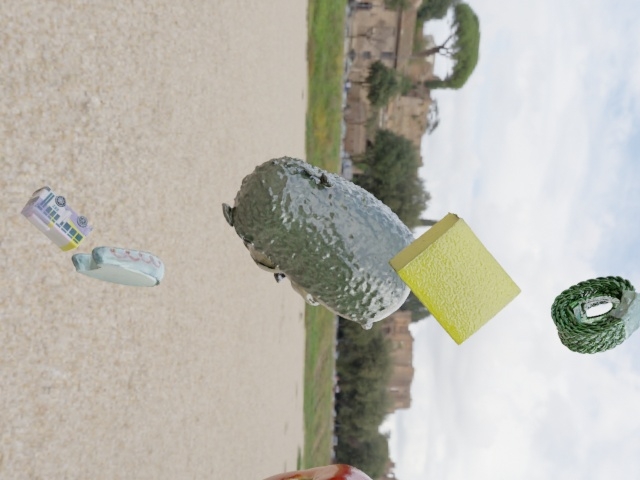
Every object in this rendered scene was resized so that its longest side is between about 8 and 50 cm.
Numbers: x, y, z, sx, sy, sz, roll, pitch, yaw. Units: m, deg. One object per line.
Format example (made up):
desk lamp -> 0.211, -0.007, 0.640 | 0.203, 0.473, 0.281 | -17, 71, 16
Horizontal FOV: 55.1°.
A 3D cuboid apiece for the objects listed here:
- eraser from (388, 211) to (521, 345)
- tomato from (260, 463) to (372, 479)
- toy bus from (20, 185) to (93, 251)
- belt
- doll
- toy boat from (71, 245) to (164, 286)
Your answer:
eraser -> 0.153, 0.043, 0.703 | 0.122, 0.097, 0.045 | 47, 4, -15
tomato -> -0.012, 0.349, 0.729 | 0.195, 0.195, 0.136 | 92, -15, -84
toy bus -> -0.431, -0.033, 0.998 | 0.102, 0.052, 0.058 | 50, 44, -29
belt -> 0.471, 0.129, 1.035 | 0.079, 0.151, 0.121 | 54, 7, -32
doll -> 0.000, 0.000, 1.067 | 0.247, 0.349, 0.247 | -40, -152, 26
toy boat -> -0.438, 0.047, 1.363 | 0.207, 0.134, 0.079 | 21, 59, -48
